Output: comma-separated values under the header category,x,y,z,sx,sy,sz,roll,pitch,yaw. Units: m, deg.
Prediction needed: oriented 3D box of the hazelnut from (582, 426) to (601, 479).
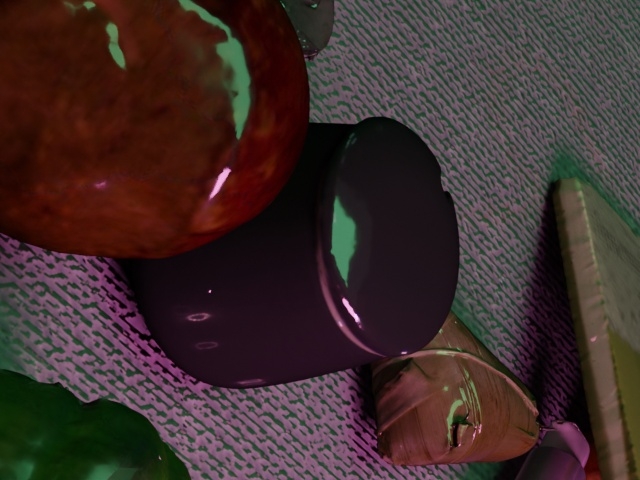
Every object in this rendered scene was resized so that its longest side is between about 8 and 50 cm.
category,x,y,z,sx,sy,sz,roll,pitch,yaw
hazelnut,0.240,0.186,1.594,0.086,0.086,0.086,15,71,-49

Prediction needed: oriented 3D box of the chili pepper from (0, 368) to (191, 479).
category,x,y,z,sx,sy,sz,roll,pitch,yaw
chili pepper,-0.180,0.236,0.988,0.213,0.167,0.385,43,52,-35

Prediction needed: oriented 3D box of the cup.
category,x,y,z,sx,sy,sz,roll,pitch,yaw
cup,0.000,0.000,1.252,0.223,0.177,0.169,-14,93,-54

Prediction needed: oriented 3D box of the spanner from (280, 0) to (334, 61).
category,x,y,z,sx,sy,sz,roll,pitch,yaw
spanner,-0.081,-0.106,1.301,0.325,0.026,0.093,-47,119,-43

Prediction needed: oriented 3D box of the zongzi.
category,x,y,z,sx,sy,sz,roll,pitch,yaw
zongzi,0.098,0.075,1.448,0.189,0.081,0.178,6,68,-56

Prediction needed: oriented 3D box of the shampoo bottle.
category,x,y,z,sx,sy,sz,roll,pitch,yaw
shampoo bottle,0.152,0.217,1.477,0.074,0.074,0.192,60,41,-24

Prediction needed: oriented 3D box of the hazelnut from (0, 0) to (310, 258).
category,x,y,z,sx,sy,sz,roll,pitch,yaw
hazelnut,-0.123,-0.094,1.113,0.234,0.218,0.218,43,49,-14

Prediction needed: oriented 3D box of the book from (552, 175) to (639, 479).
category,x,y,z,sx,sy,sz,roll,pitch,yaw
book,0.278,0.133,1.592,0.239,0.035,0.352,41,31,-38
